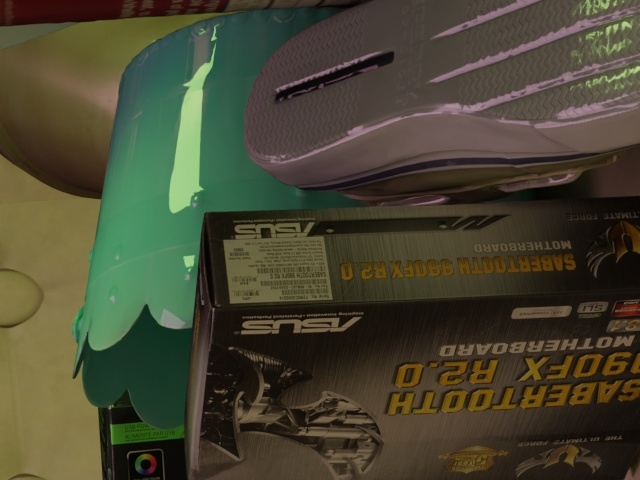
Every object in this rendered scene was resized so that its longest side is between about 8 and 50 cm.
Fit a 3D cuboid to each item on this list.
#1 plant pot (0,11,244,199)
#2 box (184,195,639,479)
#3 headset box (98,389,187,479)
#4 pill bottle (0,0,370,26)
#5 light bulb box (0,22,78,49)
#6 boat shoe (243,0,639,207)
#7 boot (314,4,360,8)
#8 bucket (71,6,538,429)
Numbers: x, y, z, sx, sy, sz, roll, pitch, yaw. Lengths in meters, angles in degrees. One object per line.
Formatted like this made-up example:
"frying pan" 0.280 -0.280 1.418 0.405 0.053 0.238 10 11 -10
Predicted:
"plant pot" -0.156 -0.163 1.837 0.280 0.323 0.323 36 132 55
"box" 0.053 0.055 0.913 0.183 0.231 0.056 101 164 -53
"headset box" -0.032 0.212 1.395 0.131 0.246 0.283 -143 50 -77
"pill bottle" -0.047 -0.217 0.891 0.224 0.392 0.224 175 90 -79
"light bulb box" -0.135 -0.320 1.191 0.361 0.358 0.225 -134 25 -57
"boat shoe" 0.093 -0.074 0.847 0.302 0.094 0.109 -8 66 47
"boot" 0.057 -0.147 1.063 0.084 0.158 0.059 -44 57 50
"bucket" 0.000 0.000 1.091 0.281 0.281 0.183 114 159 -68
